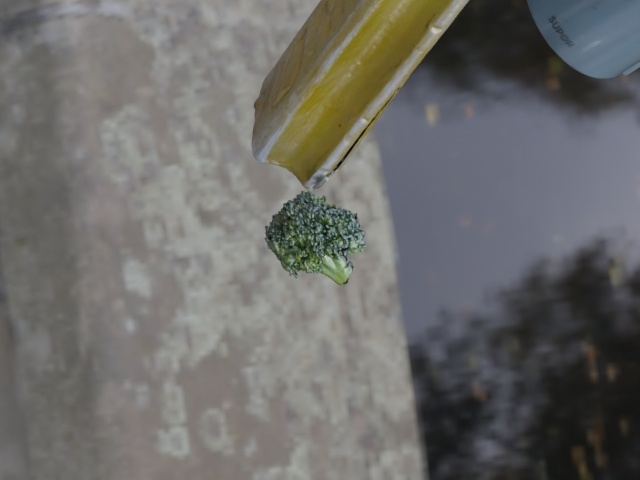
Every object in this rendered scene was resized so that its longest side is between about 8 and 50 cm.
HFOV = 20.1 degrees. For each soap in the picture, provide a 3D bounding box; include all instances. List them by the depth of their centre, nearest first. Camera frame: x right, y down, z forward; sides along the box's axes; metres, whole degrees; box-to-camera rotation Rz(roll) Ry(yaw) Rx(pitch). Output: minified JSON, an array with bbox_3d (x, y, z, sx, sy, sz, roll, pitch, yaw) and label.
[{"bbox_3d":[0.044,-0.195,1.684,0.089,0.274,0.173,30,33,-15],"label":"soap"}]

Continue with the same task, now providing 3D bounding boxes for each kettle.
[{"bbox_3d":[0.346,-0.247,1.707,0.160,0.243,0.211,-40,100,-43],"label":"kettle"}]

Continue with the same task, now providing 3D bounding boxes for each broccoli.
[{"bbox_3d":[0.000,0.000,1.607,0.092,0.097,0.095,40,24,-26],"label":"broccoli"}]
